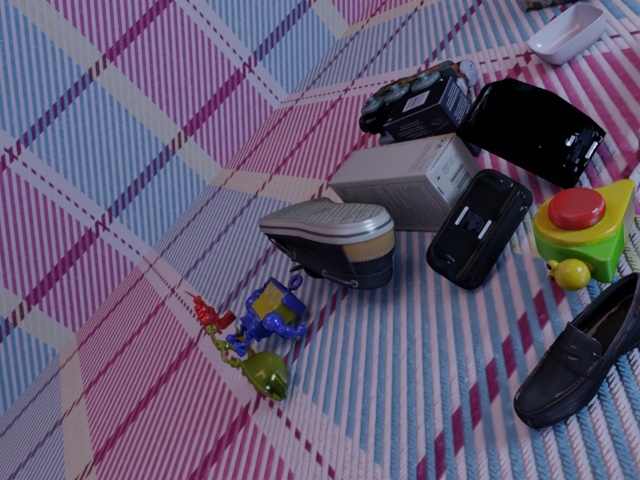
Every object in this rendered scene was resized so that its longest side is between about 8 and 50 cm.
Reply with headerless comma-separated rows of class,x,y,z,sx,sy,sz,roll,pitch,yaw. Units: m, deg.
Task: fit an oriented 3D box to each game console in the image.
game console,0.294,-0.095,0.881,0.213,0.044,0.361,32,86,18

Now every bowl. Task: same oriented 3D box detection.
bowl,0.536,-0.440,1.143,0.142,0.053,0.142,-36,28,18

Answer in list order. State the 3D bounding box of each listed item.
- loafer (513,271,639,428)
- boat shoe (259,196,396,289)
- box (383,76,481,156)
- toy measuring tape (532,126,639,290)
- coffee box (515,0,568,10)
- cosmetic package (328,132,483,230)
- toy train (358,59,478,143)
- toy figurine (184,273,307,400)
loafer,0.310,0.128,0.626,0.223,0.078,0.076,-45,26,2
boat shoe,0.000,0.000,1.147,0.187,0.155,0.500,-22,16,-22
box,0.254,-0.249,1.158,0.156,0.158,0.093,-11,43,48
toy measuring tape,0.384,-0.056,0.752,0.121,0.121,0.330,-9,37,51
coffee box,0.623,-0.681,1.285,0.168,0.119,0.297,-47,26,-5
cosmetic package,0.175,-0.108,1.074,0.113,0.160,0.309,-53,28,-18
toy train,0.250,-0.372,1.381,0.334,0.142,0.190,-11,32,49
toy figurine,-0.119,0.147,1.118,0.217,0.191,0.362,-44,27,-8
